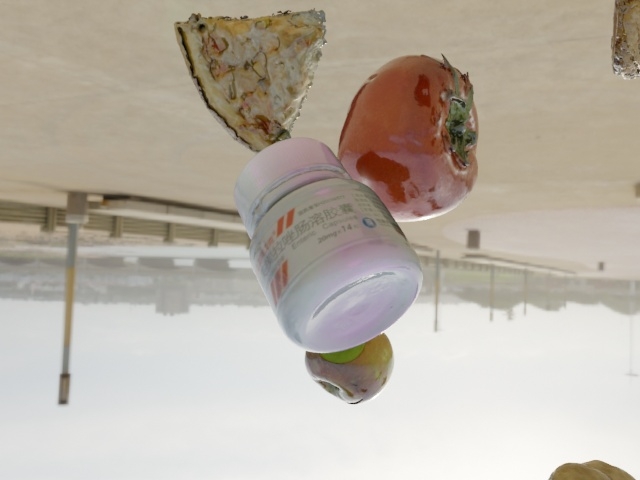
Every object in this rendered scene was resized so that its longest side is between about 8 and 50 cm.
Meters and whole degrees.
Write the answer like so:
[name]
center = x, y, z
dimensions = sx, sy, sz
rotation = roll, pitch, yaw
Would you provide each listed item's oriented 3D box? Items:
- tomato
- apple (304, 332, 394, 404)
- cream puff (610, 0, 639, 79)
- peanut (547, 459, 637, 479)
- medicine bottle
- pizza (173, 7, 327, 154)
[tomato]
center = 0.175, -0.209, 1.339
dimensions = 0.272, 0.342, 0.341
rotation = -6, 173, 34
[apple]
center = 0.060, 0.227, 1.231
dimensions = 0.163, 0.147, 0.146
rotation = 18, 149, 32
[cream puff]
center = 0.580, -0.364, 1.074
dimensions = 0.168, 0.184, 0.183
rotation = 1, 177, 21
[peanut]
center = 0.671, 0.623, 1.552
dimensions = 0.169, 0.192, 0.387
rotation = -32, 140, 31
[medicine bottle]
center = 0.000, 0.000, 1.114
dimensions = 0.256, 0.325, 0.256
rotation = -19, 144, -14
[pizza]
center = -0.186, -0.412, 1.736
dimensions = 0.434, 0.392, 0.080
rotation = 6, -160, 23
